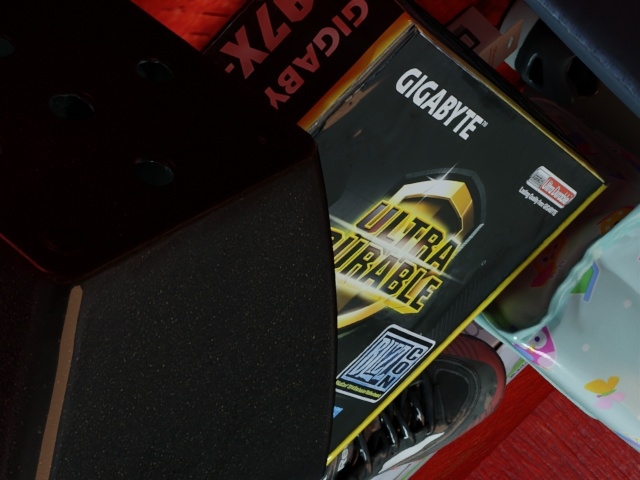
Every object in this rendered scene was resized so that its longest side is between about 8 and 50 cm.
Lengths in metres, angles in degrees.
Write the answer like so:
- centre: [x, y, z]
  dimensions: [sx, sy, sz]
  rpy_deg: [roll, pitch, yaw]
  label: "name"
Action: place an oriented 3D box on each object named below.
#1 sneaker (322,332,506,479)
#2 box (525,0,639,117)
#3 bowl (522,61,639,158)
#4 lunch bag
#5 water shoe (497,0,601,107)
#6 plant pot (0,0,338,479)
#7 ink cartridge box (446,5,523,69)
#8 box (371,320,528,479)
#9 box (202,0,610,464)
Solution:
- centre: [0.022, 0.132, 1.243]
  dimensions: [0.276, 0.098, 0.135]
  rpy_deg: [-13, -175, -20]
  label: "sneaker"
- centre: [0.297, -0.198, 0.834]
  dimensions: [0.395, 0.293, 0.212]
  rpy_deg: [-46, 165, 10]
  label: "box"
- centre: [0.320, -0.105, 1.275]
  dimensions: [0.311, 0.163, 0.311]
  rpy_deg: [-24, 169, -5]
  label: "bowl"
- centre: [0.194, 0.029, 1.169]
  dimensions: [0.160, 0.223, 0.262]
  rpy_deg: [-49, -154, 6]
  label: "lunch bag"
- centre: [0.190, -0.168, 1.064]
  dimensions: [0.073, 0.080, 0.203]
  rpy_deg: [-28, 160, -47]
  label: "water shoe"
- centre: [-0.102, 0.014, 0.628]
  dimensions: [0.187, 0.188, 0.167]
  rpy_deg: [-30, 148, -42]
  label: "plant pot"
- centre: [0.082, -0.108, 1.049]
  dimensions: [0.083, 0.028, 0.048]
  rpy_deg: [-40, 166, -11]
  label: "ink cartridge box"
- centre: [0.045, 0.134, 1.460]
  dimensions: [0.262, 0.127, 0.231]
  rpy_deg: [-44, 165, 6]
  label: "box"
- centre: [0.000, 0.000, 0.928]
  dimensions: [0.257, 0.079, 0.322]
  rpy_deg: [-44, 155, 10]
  label: "box"
